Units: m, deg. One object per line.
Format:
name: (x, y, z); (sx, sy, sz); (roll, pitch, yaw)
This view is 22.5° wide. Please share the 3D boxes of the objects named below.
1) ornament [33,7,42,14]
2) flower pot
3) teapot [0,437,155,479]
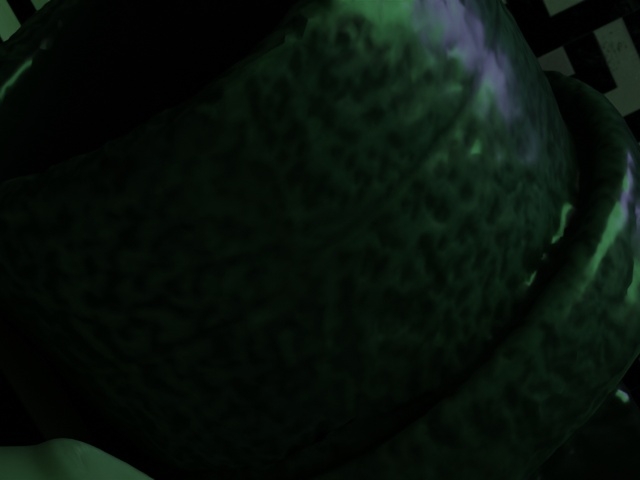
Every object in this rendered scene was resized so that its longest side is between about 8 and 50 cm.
ornament: (-0.005, -0.079, 1.050); (0.240, 0.240, 0.239); (64, 6, 2)
flower pot: (0.000, 0.000, 0.718); (0.283, 0.299, 0.299); (51, 12, -26)
teapot: (-0.044, 0.151, 0.398); (0.208, 0.166, 0.299); (23, -20, 23)
